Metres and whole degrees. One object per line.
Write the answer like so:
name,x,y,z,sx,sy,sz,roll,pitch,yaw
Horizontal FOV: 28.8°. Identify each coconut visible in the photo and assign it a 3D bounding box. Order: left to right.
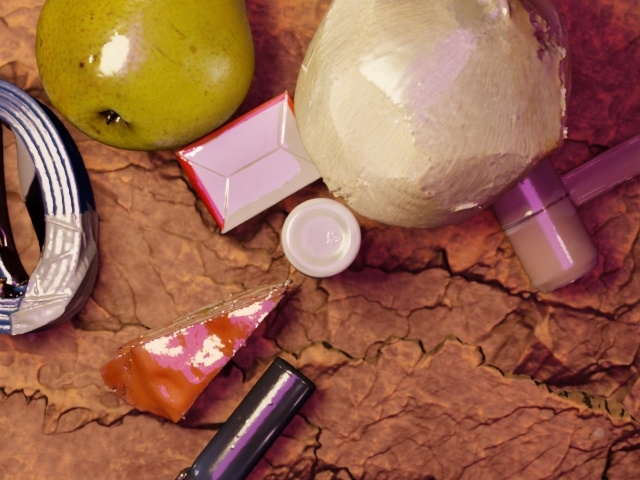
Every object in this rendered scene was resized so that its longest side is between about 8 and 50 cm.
coconut,0.145,-0.196,1.567,0.346,0.360,0.346,5,71,-16

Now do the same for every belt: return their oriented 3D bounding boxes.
belt,-0.419,-0.045,1.694,0.212,0.117,0.347,-11,86,-1

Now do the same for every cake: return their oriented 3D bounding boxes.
cake,-0.151,0.146,1.702,0.287,0.098,0.135,-31,87,2

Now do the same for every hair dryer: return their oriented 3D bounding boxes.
hair dryer,0.406,-0.083,1.729,0.344,0.107,0.189,-28,89,-8

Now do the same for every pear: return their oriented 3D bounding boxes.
pear,-0.229,-0.250,1.633,0.294,0.294,0.294,0,87,-1

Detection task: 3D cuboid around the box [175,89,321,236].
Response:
box,-0.095,-0.106,1.713,0.182,0.099,0.133,-31,94,-3

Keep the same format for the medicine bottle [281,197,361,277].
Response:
medicine bottle,0.000,0.000,1.664,0.102,0.187,0.103,0,88,0

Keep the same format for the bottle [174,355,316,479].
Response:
bottle,-0.109,0.273,1.706,0.082,0.072,0.244,36,87,12
